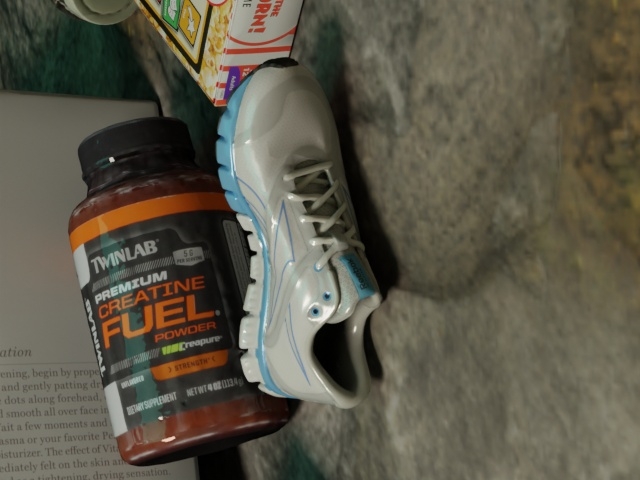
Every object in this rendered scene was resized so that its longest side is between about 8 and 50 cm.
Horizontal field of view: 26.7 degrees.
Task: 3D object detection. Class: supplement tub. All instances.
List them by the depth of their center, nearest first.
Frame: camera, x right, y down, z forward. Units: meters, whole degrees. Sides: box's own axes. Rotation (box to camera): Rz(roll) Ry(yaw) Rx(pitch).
[{"bbox_3d":[-0.091,0.029,0.809,0.106,0.106,0.198,-34,68,57],"label":"supplement tub"}]

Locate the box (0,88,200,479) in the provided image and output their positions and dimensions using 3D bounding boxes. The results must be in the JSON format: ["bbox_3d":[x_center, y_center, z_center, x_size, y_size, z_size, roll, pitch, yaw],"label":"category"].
[{"bbox_3d":[-0.206,0.098,0.910,0.215,0.168,0.345,-33,60,55],"label":"box"}]

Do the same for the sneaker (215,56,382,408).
[{"bbox_3d":[0.000,0.000,0.698,0.083,0.071,0.190,17,120,50],"label":"sneaker"}]

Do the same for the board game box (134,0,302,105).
[{"bbox_3d":[-0.071,-0.191,0.778,0.193,0.045,0.146,53,139,39],"label":"board game box"}]

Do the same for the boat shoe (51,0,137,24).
[{"bbox_3d":[-0.166,-0.258,0.887,0.069,0.081,0.227,19,116,52],"label":"boat shoe"}]
